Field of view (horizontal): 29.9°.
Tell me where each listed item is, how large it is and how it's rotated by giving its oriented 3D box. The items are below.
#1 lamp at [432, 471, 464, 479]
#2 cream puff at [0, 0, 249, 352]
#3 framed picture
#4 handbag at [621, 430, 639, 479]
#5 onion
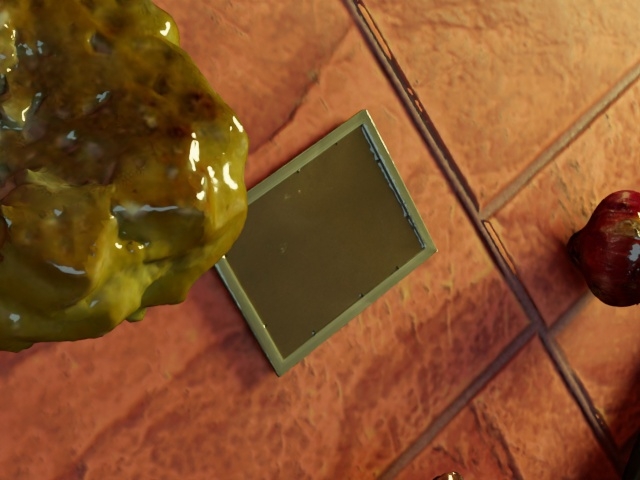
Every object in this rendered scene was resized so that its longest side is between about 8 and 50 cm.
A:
[{"bbox_3d":[0.022,0.283,0.915,0.223,0.151,0.215,-35,153,-48],"label":"lamp"},{"bbox_3d":[-0.189,-0.042,0.748,0.282,0.185,0.282,10,61,-18],"label":"cream puff"},{"bbox_3d":[0.000,0.000,0.963,0.183,0.011,0.142,-37,111,-24],"label":"framed picture"},{"bbox_3d":[0.403,0.170,1.129,0.191,0.075,0.332,29,62,-2],"label":"handbag"},{"bbox_3d":[0.271,0.009,1.080,0.107,0.097,0.107,-1,90,-69],"label":"onion"}]
